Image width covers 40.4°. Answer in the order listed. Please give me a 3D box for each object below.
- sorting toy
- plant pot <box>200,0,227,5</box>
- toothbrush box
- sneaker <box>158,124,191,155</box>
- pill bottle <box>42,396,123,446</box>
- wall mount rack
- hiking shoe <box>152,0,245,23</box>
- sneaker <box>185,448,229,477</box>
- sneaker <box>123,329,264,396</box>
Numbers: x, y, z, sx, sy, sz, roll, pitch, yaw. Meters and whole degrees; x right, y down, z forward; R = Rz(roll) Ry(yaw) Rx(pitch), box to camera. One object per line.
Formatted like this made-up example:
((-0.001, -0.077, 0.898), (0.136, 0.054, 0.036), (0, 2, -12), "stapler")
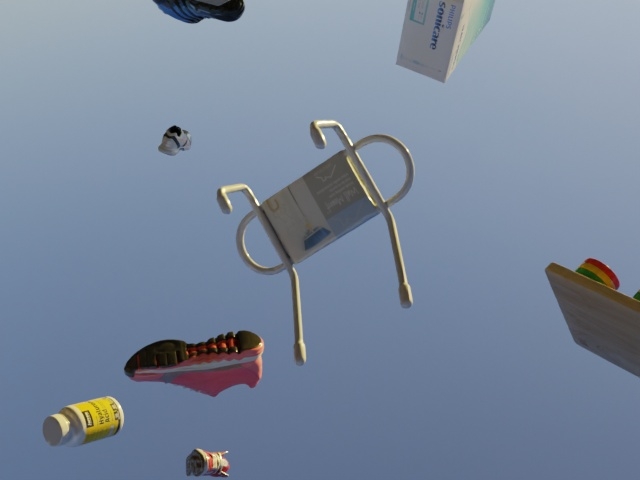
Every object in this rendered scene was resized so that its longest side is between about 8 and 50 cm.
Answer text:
((0.604, 0.153, 1.736), (0.089, 0.255, 0.257), (-43, -141, -13), "sorting toy")
((-0.161, -0.411, 1.280), (0.096, 0.109, 0.109), (-40, 158, 32), "plant pot")
((0.294, -0.525, 1.918), (0.126, 0.216, 0.295), (24, -128, 14), "toothbrush box")
((-0.243, -0.177, 1.494), (0.040, 0.044, 0.109), (21, -160, 1), "sneaker")
((-0.371, 0.286, 1.357), (0.065, 0.065, 0.116), (4, -175, 36), "pill bottle")
((0.000, 0.000, 1.327), (0.350, 0.304, 0.130), (-32, 174, 28), "wall mount rack")
((-0.284, -0.566, 2.041), (0.304, 0.132, 0.113), (27, -107, 29), "hiking shoe")
((-0.167, 0.346, 1.348), (0.067, 0.042, 0.118), (4, 163, -18), "sneaker")
((-0.277, 0.297, 1.940), (0.313, 0.136, 0.116), (-7, -157, -4), "sneaker")
